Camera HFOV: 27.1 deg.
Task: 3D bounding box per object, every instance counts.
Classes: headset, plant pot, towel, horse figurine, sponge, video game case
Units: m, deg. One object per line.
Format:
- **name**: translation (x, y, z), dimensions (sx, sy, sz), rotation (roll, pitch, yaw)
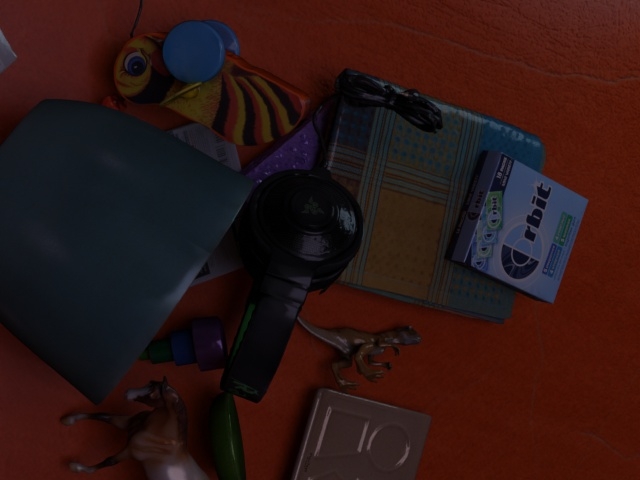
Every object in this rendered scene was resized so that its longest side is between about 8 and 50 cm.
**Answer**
- **headset**: translation (0.000, 0.000, 1.506), dimensions (0.185, 0.243, 0.394), rotation (19, 83, -4)
- **plant pot**: translation (-0.249, -0.012, 1.411), dimensions (0.235, 0.293, 0.293), rotation (36, 76, -7)
- **towel**: translation (0.139, -0.051, 1.742), dimensions (0.370, 0.040, 0.271), rotation (14, 88, -37)
- **horse figurine**: translation (-0.193, 0.278, 1.538), dimensions (0.263, 0.174, 0.066), rotation (68, 22, -16)
- **sponge**: translation (-0.014, -0.083, 1.664), dimensions (0.210, 0.031, 0.117), rotation (-41, 115, -26)
- **video game case**: translation (-0.167, -0.039, 1.598), dimensions (0.173, 0.022, 0.190), rotation (-21, 106, -27)

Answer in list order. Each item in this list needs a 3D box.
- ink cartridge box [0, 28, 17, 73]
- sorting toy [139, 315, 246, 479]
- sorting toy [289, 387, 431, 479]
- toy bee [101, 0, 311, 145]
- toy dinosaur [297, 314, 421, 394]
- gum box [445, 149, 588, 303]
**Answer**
- **ink cartridge box**: translation (-0.443, -0.199, 1.390), dimensions (0.224, 0.056, 0.181), rotation (-55, 136, -36)
- **sorting toy**: translation (-0.153, 0.277, 1.614), dimensions (0.126, 0.127, 0.365), rotation (-9, 98, 1)
- **sorting toy**: translation (0.044, 0.304, 1.753), dimensions (0.208, 0.038, 0.193), rotation (19, 86, -35)
- **toy bee**: translation (-0.165, -0.189, 1.525), dimensions (0.162, 0.298, 0.195), rotation (-51, 158, 14)
- **toy dinosaur**: translation (0.033, 0.134, 1.721), dimensions (0.211, 0.064, 0.112), rotation (13, 50, -30)
- **gum box**: translation (0.268, -0.016, 1.791), dimensions (0.184, 0.041, 0.157), rotation (24, 83, -35)
